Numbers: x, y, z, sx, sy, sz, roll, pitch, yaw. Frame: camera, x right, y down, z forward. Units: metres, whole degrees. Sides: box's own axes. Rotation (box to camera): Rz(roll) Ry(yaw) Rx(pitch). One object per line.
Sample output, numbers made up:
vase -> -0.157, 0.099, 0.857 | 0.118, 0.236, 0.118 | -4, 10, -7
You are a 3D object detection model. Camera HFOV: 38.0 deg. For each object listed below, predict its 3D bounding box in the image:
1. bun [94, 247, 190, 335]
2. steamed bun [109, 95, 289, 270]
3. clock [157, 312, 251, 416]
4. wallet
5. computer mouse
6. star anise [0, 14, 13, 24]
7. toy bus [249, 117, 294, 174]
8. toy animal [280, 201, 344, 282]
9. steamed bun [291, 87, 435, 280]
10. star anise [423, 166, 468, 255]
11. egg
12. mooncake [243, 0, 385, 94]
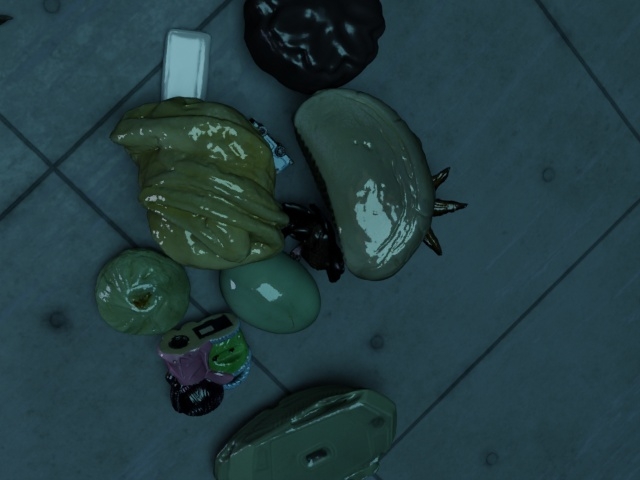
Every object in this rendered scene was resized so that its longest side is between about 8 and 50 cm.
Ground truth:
bun -> -0.359, 0.111, 1.895 | 0.195, 0.118, 0.195 | -4, 103, -18
steamed bun -> -0.236, -0.094, 1.772 | 0.230, 0.324, 0.372 | -42, 116, -40
clock -> -0.238, 0.268, 1.966 | 0.194, 0.100, 0.195 | -20, 125, -20
wallet -> -0.272, -0.328, 1.863 | 0.095, 0.033, 0.190 | 6, 100, -15
computer mouse -> -0.029, 0.444, 2.053 | 0.429, 0.145, 0.228 | -27, 116, 4
star anise -> -0.658, -0.406, 1.723 | 0.129, 0.056, 0.124 | 34, 92, -20
toy bus -> -0.120, -0.187, 1.924 | 0.075, 0.060, 0.123 | -43, 108, 2
toy animal -> 0.002, 0.004, 1.946 | 0.116, 0.218, 0.179 | -49, 151, 7
steamed bun -> 0.109, -0.122, 1.855 | 0.236, 0.247, 0.384 | -23, 82, 4
star anise -> 0.185, -0.076, 2.016 | 0.272, 0.102, 0.272 | 0, 87, 11
egg -> -0.104, 0.104, 1.935 | 0.231, 0.168, 0.168 | 33, 92, -15
mooncake -> -0.008, -0.435, 1.819 | 0.283, 0.141, 0.283 | 3, 82, -22
